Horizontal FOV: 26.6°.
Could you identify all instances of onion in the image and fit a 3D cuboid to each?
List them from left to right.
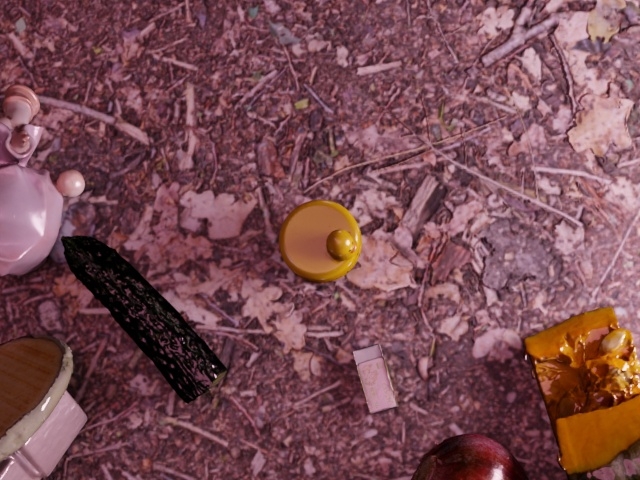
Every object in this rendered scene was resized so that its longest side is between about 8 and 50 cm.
[{"bbox_3d":[0.195,0.321,1.596,0.195,0.159,0.159,34,85,-7],"label":"onion"}]

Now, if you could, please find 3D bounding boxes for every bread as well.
[{"bbox_3d":[-0.422,0.214,1.689,0.267,0.267,0.040,-28,117,3],"label":"bread"}]

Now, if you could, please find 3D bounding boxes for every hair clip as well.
[{"bbox_3d":[-0.413,0.314,1.643,0.101,0.085,0.330,-3,42,42],"label":"hair clip"}]

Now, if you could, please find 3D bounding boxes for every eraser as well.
[{"bbox_3d":[0.069,0.174,1.708,0.038,0.019,0.083,-17,76,7],"label":"eraser"}]

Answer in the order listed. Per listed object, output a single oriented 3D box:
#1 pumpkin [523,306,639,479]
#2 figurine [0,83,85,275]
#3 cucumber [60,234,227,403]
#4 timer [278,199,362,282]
[{"bbox_3d":[0.330,0.210,1.570,0.139,0.190,0.280,-20,75,6],"label":"pumpkin"},{"bbox_3d":[-0.415,-0.081,1.784,0.200,0.133,0.275,-11,76,11],"label":"figurine"},{"bbox_3d":[-0.236,0.090,1.749,0.072,0.072,0.300,-44,76,-1],"label":"cucumber"},{"bbox_3d":[0.000,0.000,1.709,0.107,0.109,0.107,-2,78,9],"label":"timer"}]
